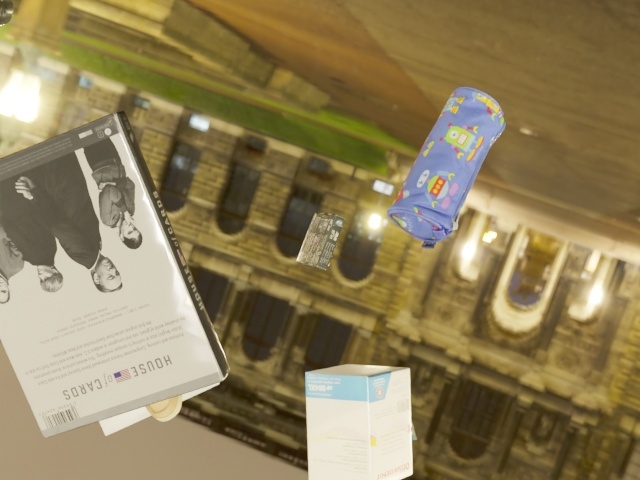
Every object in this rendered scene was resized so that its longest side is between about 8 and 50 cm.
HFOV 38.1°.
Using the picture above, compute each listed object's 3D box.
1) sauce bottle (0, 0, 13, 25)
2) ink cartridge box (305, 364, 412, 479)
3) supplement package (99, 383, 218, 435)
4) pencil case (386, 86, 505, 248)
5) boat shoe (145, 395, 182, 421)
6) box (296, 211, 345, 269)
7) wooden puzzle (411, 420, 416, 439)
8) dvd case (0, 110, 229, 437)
[{"bbox_3d":[-0.629,-0.351,1.443,0.111,0.111,0.344,21,-150,21],"label":"sauce bottle"},{"bbox_3d":[0.044,0.219,1.057,0.089,0.143,0.092,-2,179,36],"label":"ink cartridge box"},{"bbox_3d":[-0.381,0.258,1.982,0.261,0.204,0.145,-23,-171,-13],"label":"supplement package"},{"bbox_3d":[0.243,-0.139,1.746,0.133,0.306,0.119,24,164,17],"label":"pencil case"},{"bbox_3d":[-0.235,0.160,1.221,0.170,0.063,0.059,60,-173,31],"label":"boat shoe"},{"bbox_3d":[0.000,0.000,1.397,0.018,0.083,0.067,24,172,-29],"label":"box"},{"bbox_3d":[0.153,0.350,1.723,0.049,0.083,0.006,-21,171,41],"label":"wooden puzzle"},{"bbox_3d":[-0.201,0.033,0.784,0.179,0.239,0.029,-19,-171,12],"label":"dvd case"}]
